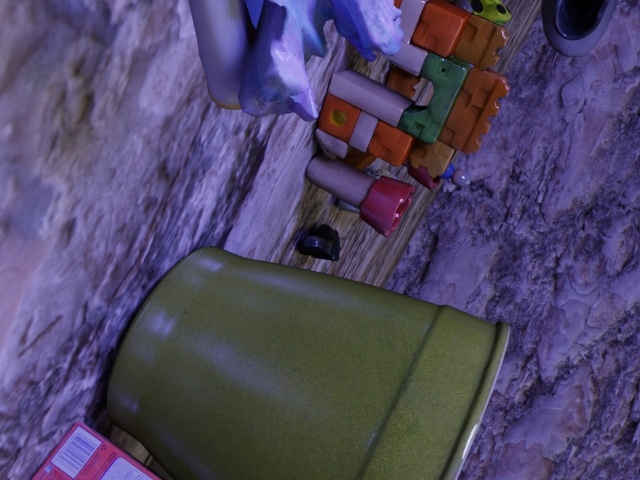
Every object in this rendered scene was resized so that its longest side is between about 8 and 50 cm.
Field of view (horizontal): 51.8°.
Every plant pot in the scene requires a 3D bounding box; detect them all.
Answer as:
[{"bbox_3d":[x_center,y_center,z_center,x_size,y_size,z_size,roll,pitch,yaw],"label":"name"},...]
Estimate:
[{"bbox_3d":[-0.029,0.180,0.747,0.366,0.353,0.366,-59,167,-23],"label":"plant pot"}]

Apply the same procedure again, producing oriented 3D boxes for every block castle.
[{"bbox_3d":[0.178,-0.246,0.943,0.303,0.213,0.453,-41,158,-54],"label":"block castle"}]

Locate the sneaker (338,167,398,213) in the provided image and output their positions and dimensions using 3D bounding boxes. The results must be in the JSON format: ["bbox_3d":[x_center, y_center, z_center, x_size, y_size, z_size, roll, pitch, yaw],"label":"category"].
[{"bbox_3d":[0.096,-0.096,1.273,0.258,0.094,0.091,-25,125,-75],"label":"sneaker"}]

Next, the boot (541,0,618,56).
[{"bbox_3d":[0.359,-0.346,0.911,0.338,0.118,0.223,79,31,-54],"label":"boot"}]

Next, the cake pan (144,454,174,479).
[{"bbox_3d":[-0.217,0.366,1.133,0.293,0.054,0.293,-55,166,-22],"label":"cake pan"}]

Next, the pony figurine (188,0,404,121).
[{"bbox_3d":[-0.039,-0.197,0.219,0.363,0.302,0.351,66,22,-70],"label":"pony figurine"}]

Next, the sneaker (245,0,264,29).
[{"bbox_3d":[0.031,-0.269,0.524,0.296,0.131,0.112,-61,169,11],"label":"sneaker"}]

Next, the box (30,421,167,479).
[{"bbox_3d":[-0.277,0.368,0.689,0.300,0.154,0.142,-55,166,-24],"label":"box"}]

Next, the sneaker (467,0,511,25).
[{"bbox_3d":[0.277,-0.409,1.263,0.123,0.109,0.295,-37,-170,44],"label":"sneaker"}]

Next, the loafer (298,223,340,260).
[{"bbox_3d":[0.000,0.000,1.173,0.170,0.062,0.061,31,67,-80],"label":"loafer"}]
